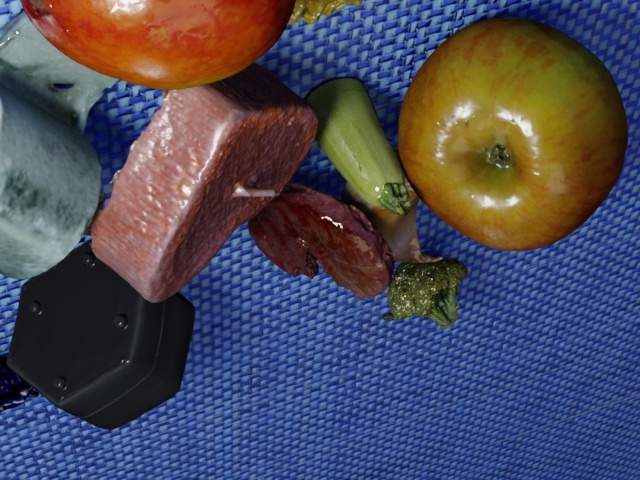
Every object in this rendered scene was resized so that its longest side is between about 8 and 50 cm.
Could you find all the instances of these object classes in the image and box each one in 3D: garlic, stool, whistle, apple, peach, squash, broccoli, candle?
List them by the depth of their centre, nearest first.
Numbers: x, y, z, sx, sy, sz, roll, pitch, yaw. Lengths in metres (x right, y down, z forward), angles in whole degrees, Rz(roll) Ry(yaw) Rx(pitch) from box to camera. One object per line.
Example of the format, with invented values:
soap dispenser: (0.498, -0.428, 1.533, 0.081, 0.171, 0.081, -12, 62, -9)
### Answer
peach: (-0.165, -0.266, 1.571, 0.281, 0.238, 0.281, -16, 150, -10)
whistle: (-0.328, -0.134, 1.760, 0.168, 0.188, 0.405, 33, 84, -49)
candle: (-0.117, -0.088, 1.839, 0.317, 0.131, 0.287, -46, 164, -27)
squash: (0.058, -0.105, 1.987, 0.094, 0.224, 0.094, -18, 141, -15)
apple: (0.228, -0.127, 1.994, 0.301, 0.301, 0.301, -18, 148, -12)
stool: (-0.289, 0.125, 2.093, 0.232, 0.232, 0.141, -34, 147, 14)
garlic: (0.086, -0.048, 2.184, 0.128, 0.115, 0.207, -20, 146, -6)
broccoli: (0.163, 0.079, 2.427, 0.131, 0.120, 0.130, -46, -170, -32)

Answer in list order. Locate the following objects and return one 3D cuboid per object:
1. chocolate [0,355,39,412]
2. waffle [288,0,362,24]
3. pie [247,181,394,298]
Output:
chocolate: (-0.498, 0.191, 2.128, 0.148, 0.126, 0.343, -26, 152, 29)
waffle: (0.020, -0.321, 1.795, 0.194, 0.051, 0.149, -29, 149, 6)
pie: (0.000, 0.000, 2.140, 0.054, 0.218, 0.204, -57, 157, -26)
